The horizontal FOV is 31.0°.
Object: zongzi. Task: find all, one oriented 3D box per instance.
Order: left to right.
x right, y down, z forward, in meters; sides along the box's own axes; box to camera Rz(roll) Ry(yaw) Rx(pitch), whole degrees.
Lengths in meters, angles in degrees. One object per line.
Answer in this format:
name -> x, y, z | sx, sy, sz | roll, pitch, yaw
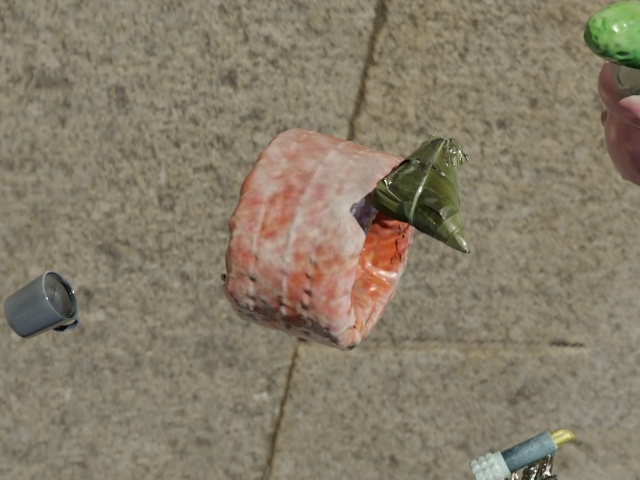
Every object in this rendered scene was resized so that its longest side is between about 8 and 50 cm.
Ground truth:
zongzi -> 0.127, -0.047, 1.132 | 0.109, 0.119, 0.055 | -44, 151, -27

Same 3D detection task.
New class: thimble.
thimble -> 0.000, 0.000, 1.285 | 0.162, 0.239, 0.239 | 18, 126, 18

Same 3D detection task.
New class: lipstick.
lipstick -> 0.218, 0.229, 1.241 | 0.116, 0.037, 0.037 | -28, 126, 3

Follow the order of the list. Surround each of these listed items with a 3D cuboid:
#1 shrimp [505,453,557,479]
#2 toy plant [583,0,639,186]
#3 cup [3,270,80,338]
shrimp -> 0.424, 0.545, 2.024 | 0.233, 0.365, 0.071 | 3, 162, 19
toy plant -> 0.499, -0.235, 1.670 | 0.317, 0.210, 0.356 | -41, 145, -27
cup -> -0.390, 0.100, 1.635 | 0.077, 0.078, 0.100 | -28, 130, 17
